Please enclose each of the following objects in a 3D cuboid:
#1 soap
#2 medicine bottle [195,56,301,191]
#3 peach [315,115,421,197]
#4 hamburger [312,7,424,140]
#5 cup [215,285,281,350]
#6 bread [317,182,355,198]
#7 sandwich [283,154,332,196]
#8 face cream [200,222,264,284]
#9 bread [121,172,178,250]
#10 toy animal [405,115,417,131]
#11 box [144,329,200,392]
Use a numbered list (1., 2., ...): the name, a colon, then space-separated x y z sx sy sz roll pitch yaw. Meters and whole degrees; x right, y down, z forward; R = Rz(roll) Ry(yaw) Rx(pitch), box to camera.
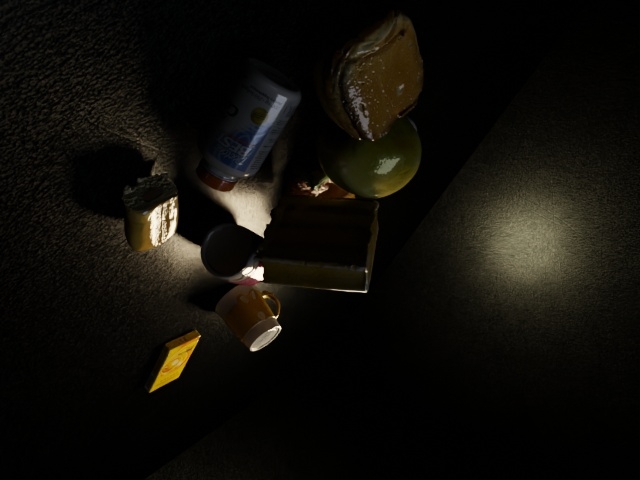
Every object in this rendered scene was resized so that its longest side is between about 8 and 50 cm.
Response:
1. soap: 0.000 0.000 1.650 0.294 0.334 0.156 -76 165 -46
2. medicine bottle: -0.177 -0.250 1.234 0.289 0.157 0.157 -55 161 23
3. peach: 0.154 -0.280 1.662 0.281 0.315 0.315 -3 -125 51
4. hamburger: 0.129 -0.424 1.414 0.304 0.174 0.284 -37 125 -18
5. cup: -0.252 0.284 2.111 0.241 0.226 0.185 -23 152 -35
6. bread: -0.004 -0.110 1.984 0.294 0.132 0.167 -33 158 -33
7. sandwich: -0.019 -0.196 1.802 0.184 0.109 0.160 -27 152 -46
8. face cream: -0.253 0.045 1.670 0.175 0.175 0.195 -47 163 3
9. bread: -0.395 -0.062 1.259 0.134 0.085 0.173 -36 158 -40
10. toy animal: 0.247 -0.351 1.979 0.235 0.165 0.187 -48 146 12
11. box: -0.565 0.462 2.079 0.152 0.043 0.269 -23 152 -52
